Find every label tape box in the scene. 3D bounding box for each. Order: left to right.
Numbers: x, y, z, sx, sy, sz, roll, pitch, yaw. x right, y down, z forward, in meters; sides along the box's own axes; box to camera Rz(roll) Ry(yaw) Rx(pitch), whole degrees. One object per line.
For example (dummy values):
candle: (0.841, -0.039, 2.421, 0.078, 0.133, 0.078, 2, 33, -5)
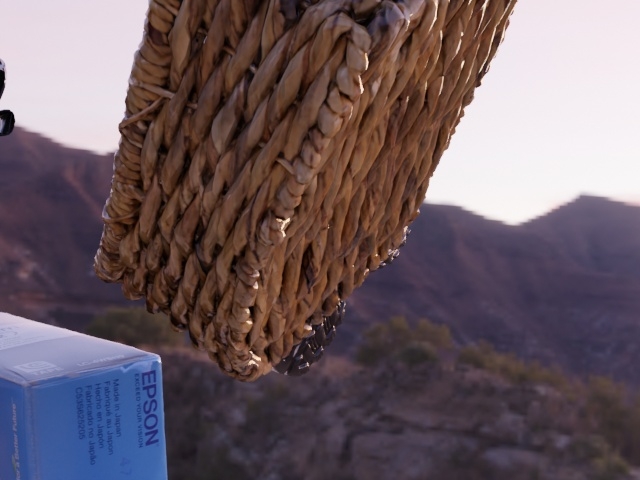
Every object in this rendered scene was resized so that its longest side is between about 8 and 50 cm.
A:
label tape box: (-0.254, 0.189, 0.945, 0.115, 0.249, 0.347, -10, 11, -39)

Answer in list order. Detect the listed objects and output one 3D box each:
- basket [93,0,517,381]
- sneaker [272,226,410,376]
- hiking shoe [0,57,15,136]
basket: (-0.052, -0.093, 0.654, 0.223, 0.213, 0.299, 39, -37, 12)
sneaker: (0.000, 0.000, 1.112, 0.108, 0.271, 0.100, 19, -39, 31)
hiking shoe: (-0.227, -0.152, 0.520, 0.113, 0.304, 0.132, 2, 35, 19)
